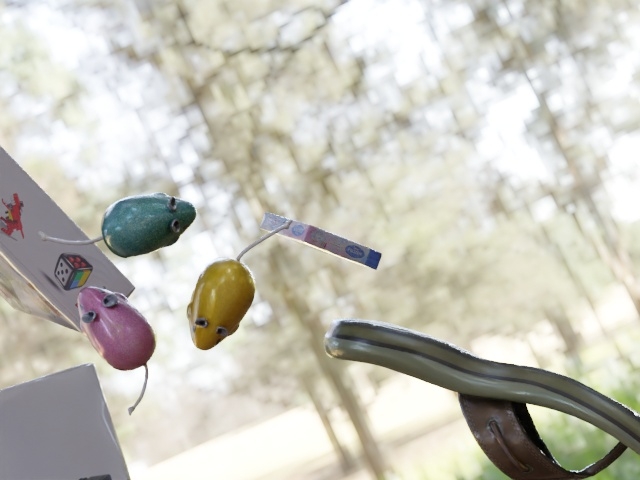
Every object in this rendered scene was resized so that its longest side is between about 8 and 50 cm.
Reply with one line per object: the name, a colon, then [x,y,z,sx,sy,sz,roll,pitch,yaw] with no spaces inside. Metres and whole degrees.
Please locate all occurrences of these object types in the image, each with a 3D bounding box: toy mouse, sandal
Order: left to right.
toy mouse: [-0.114,0.025,1.141,0.161,0.143,0.031,-63,7,-5]
sandal: [0.140,0.134,1.334,0.302,0.086,0.120,17,-4,20]

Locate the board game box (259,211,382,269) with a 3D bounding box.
board game box: [0.000,0.000,1.742,0.090,0.020,0.090,20,-2,-32]

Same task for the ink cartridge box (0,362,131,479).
ink cartridge box: [-0.238,0.302,1.746,0.129,0.308,0.223,-16,-15,-13]

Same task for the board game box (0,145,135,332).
board game box: [-0.276,-0.061,1.266,0.053,0.305,0.193,-47,21,-15]
